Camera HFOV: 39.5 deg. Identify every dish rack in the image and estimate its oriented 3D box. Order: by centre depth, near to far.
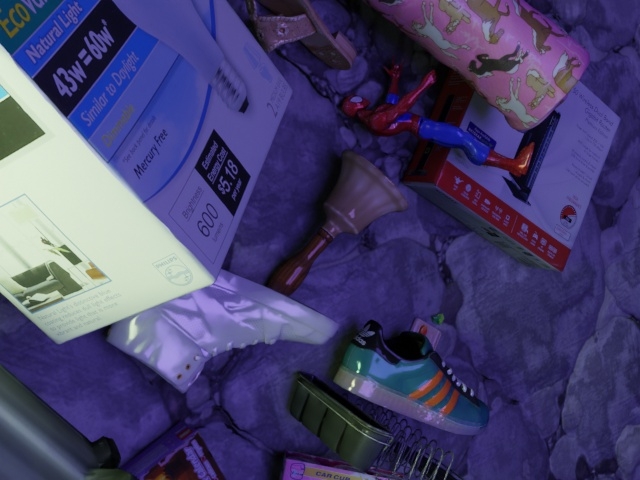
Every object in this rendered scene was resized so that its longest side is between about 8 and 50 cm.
[{"bbox_3d":[0.098,0.291,1.298,0.272,0.208,0.074,26,91,-35],"label":"dish rack"}]

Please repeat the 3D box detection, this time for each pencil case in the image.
[{"bbox_3d":[0.190,-0.318,1.252,0.386,0.167,0.160,34,52,-13],"label":"pencil case"}]

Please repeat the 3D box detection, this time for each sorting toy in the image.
[{"bbox_3d":[0.172,0.151,1.443,0.062,0.012,0.083,31,78,-33],"label":"sorting toy"}]

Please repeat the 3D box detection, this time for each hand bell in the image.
[{"bbox_3d":[0.000,0.000,1.273,0.242,0.126,0.126,-48,120,-6],"label":"hand bell"}]

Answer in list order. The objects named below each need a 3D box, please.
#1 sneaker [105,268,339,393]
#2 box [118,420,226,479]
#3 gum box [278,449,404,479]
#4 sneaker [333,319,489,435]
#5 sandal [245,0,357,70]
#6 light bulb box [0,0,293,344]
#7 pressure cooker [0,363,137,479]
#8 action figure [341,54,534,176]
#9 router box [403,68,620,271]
[{"bbox_3d":[-0.131,0.125,1.168,0.293,0.108,0.169,21,85,-17],"label":"sneaker"},{"bbox_3d":[-0.190,0.420,1.196,0.201,0.057,0.293,-36,114,-25],"label":"box"},{"bbox_3d":[0.030,0.379,1.289,0.189,0.062,0.107,12,88,-4],"label":"gum box"},{"bbox_3d":[0.165,0.214,1.384,0.302,0.108,0.121,25,90,-33],"label":"sneaker"},{"bbox_3d":[-0.046,-0.280,1.200,0.240,0.088,0.079,33,74,-39],"label":"sandal"},{"bbox_3d":[-0.249,-0.159,0.900,0.361,0.225,0.358,51,33,-28],"label":"light bulb box"},{"bbox_3d":[-0.390,0.288,0.855,0.375,0.370,0.420,-51,121,-21],"label":"pressure cooker"},{"bbox_3d":[0.175,-0.193,1.300,0.281,0.091,0.139,14,90,3],"label":"action figure"},{"bbox_3d":[0.325,-0.152,1.473,0.335,0.082,0.301,29,79,-33],"label":"router box"}]
